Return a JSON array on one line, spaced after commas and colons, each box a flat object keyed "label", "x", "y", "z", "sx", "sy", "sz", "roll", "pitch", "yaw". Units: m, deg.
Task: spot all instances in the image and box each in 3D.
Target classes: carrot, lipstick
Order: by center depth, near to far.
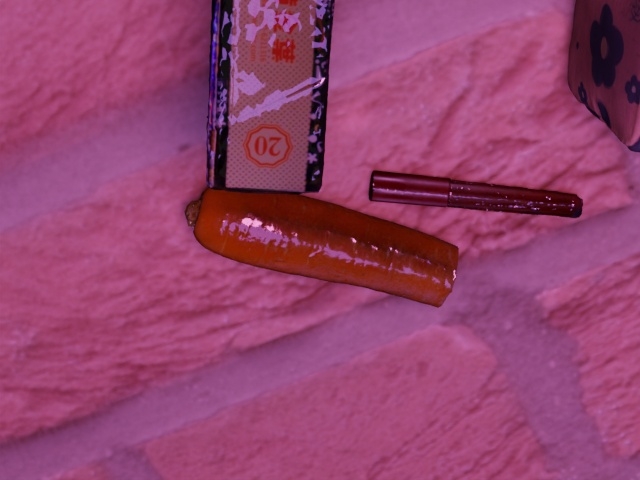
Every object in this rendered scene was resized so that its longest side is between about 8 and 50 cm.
[{"label": "carrot", "x": 0.000, "y": 0.000, "z": 1.431, "sx": 0.225, "sy": 0.067, "sz": 0.067, "roll": 15, "pitch": 116, "yaw": -12}, {"label": "lipstick", "x": 0.128, "y": -0.036, "z": 1.438, "sx": 0.176, "sy": 0.027, "sz": 0.027, "roll": 5, "pitch": 117, "yaw": -7}]

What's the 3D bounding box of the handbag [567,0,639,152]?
[{"label": "handbag", "x": 0.299, "y": -0.196, "z": 1.282, "sx": 0.193, "sy": 0.190, "sz": 0.251, "roll": -2, "pitch": 113, "yaw": -13}]

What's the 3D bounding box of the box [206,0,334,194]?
[{"label": "box", "x": -0.034, "y": -0.211, "z": 1.244, "sx": 0.084, "sy": 0.198, "sz": 0.310, "roll": 2, "pitch": 117, "yaw": -4}]
